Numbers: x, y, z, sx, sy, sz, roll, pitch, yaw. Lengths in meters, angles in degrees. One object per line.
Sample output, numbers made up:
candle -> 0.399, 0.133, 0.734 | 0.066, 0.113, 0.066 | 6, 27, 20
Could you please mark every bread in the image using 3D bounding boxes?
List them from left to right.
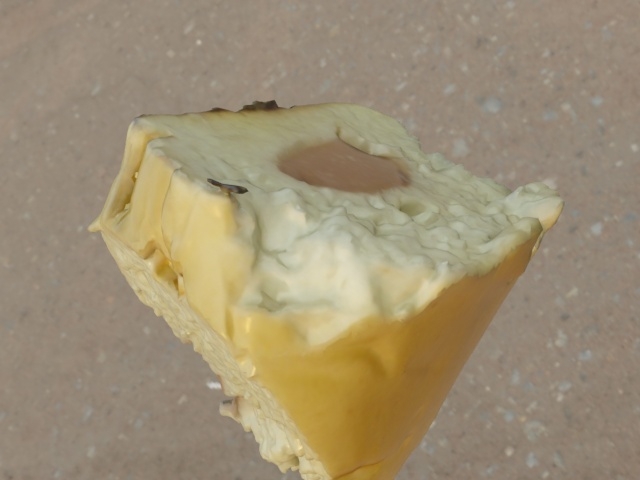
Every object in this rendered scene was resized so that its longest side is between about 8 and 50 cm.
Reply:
bread -> 0.006, -0.010, 0.532 | 0.184, 0.211, 0.224 | 33, 74, 24
